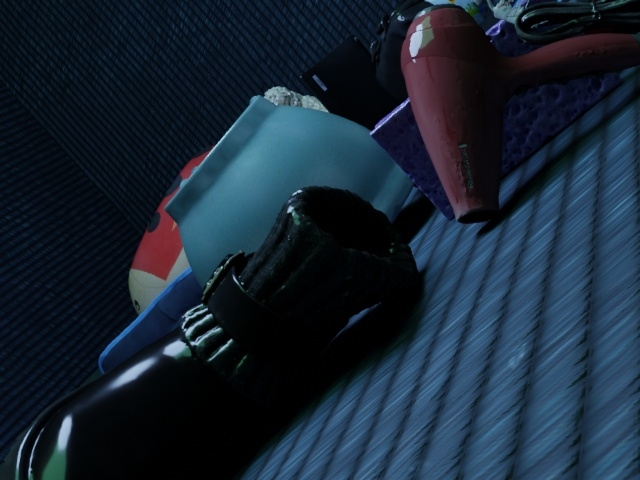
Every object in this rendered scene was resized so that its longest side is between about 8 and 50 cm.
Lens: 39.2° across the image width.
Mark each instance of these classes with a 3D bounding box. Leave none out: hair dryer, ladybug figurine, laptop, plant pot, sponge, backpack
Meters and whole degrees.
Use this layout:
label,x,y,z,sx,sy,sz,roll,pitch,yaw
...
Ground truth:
label,x,y,z,sx,sy,sz,roll,pitch,yaw
hair dryer,0.174,-0.149,0.748,0.293,0.223,0.080,-61,-29,-1
ladybug figurine,-0.235,-0.018,1.759,0.449,0.162,0.305,-62,-5,-14
laptop,0.083,-0.241,1.633,0.136,0.234,0.264,-41,7,1
plant pot,-0.054,-0.044,1.048,0.293,0.196,0.293,-48,9,11
sponge,0.163,-0.127,0.851,0.210,0.117,0.031,-40,8,14
backpack,0.279,-0.378,1.444,0.355,0.273,0.290,-56,-3,-11

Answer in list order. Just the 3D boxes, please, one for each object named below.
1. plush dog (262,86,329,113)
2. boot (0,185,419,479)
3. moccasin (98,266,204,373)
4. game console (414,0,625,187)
label,x,y,z,sx,sy,sz,roll,pitch,yaw
plush dog,-0.002,-0.156,1.735,0.210,0.262,0.225,-6,48,25
boot,-0.069,0.092,0.682,0.260,0.131,0.348,-39,6,23
moccasin,-0.190,0.120,1.377,0.342,0.117,0.137,-44,-8,23
game console,0.236,-0.235,1.072,0.342,0.060,0.386,-60,12,-18
